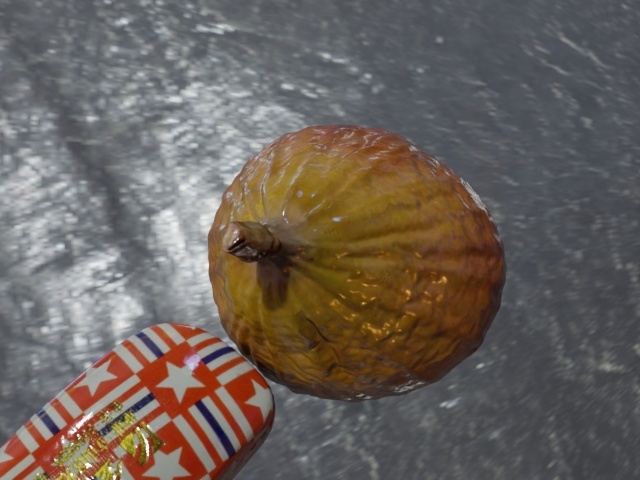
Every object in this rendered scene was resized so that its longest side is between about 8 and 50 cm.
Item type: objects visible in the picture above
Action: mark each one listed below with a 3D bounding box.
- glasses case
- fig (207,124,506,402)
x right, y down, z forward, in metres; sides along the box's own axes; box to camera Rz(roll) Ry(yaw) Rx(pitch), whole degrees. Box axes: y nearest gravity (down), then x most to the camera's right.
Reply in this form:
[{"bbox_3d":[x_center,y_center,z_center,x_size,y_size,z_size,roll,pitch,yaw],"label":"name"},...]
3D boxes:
[{"bbox_3d":[-0.100,0.108,0.598,0.073,0.049,0.194,38,73,13],"label":"glasses case"},{"bbox_3d":[0.000,-0.005,0.620,0.119,0.153,0.119,-17,52,22],"label":"fig"}]
